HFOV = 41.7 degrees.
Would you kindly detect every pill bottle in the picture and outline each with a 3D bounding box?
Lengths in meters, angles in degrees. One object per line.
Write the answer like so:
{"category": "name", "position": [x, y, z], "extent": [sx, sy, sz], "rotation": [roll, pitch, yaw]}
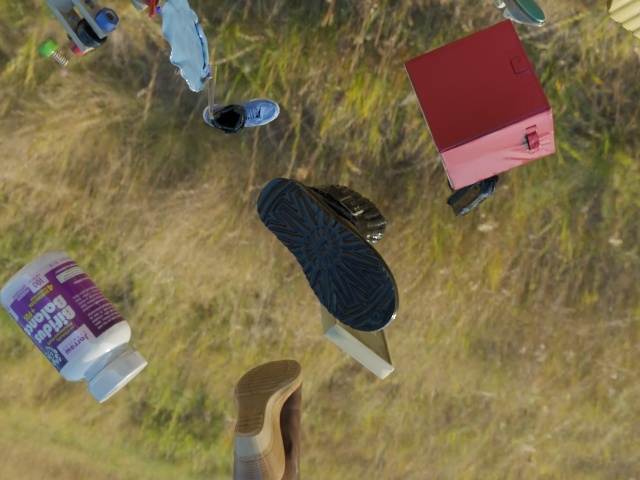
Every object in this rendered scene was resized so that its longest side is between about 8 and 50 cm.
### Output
{"category": "pill bottle", "position": [-0.499, 0.179, 1.719], "extent": [0.301, 0.169, 0.169], "rotation": [48, 153, 3]}

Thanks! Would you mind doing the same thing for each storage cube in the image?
{"category": "storage cube", "position": [0.277, -0.227, 1.449], "extent": [0.193, 0.215, 0.183], "rotation": [-21, 158, 10]}

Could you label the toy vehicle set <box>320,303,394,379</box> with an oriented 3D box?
{"category": "toy vehicle set", "position": [0.070, 0.165, 1.780], "extent": [0.166, 0.267, 0.035], "rotation": [40, 107, -19]}

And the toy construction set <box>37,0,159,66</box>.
{"category": "toy construction set", "position": [-0.446, -0.507, 1.551], "extent": [0.237, 0.257, 0.309], "rotation": [43, 157, -32]}

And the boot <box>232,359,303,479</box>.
{"category": "boot", "position": [-0.061, 0.293, 1.127], "extent": [0.090, 0.248, 0.207], "rotation": [-7, 107, 12]}

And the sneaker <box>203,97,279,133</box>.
{"category": "sneaker", "position": [-0.146, -0.242, 1.636], "extent": [0.152, 0.058, 0.084], "rotation": [-5, -159, -19]}

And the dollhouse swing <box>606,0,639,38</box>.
{"category": "dollhouse swing", "position": [0.695, -0.337, 1.364], "extent": [0.346, 0.315, 0.305], "rotation": [20, 136, -35]}

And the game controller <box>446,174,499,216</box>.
{"category": "game controller", "position": [0.396, -0.170, 2.206], "extent": [0.067, 0.166, 0.319], "rotation": [7, 168, -6]}

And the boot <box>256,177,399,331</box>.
{"category": "boot", "position": [0.058, 0.015, 1.563], "extent": [0.131, 0.348, 0.260], "rotation": [-43, 161, 17]}

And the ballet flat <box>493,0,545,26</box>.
{"category": "ballet flat", "position": [0.413, -0.515, 1.807], "extent": [0.072, 0.213, 0.068], "rotation": [-1, 143, -32]}

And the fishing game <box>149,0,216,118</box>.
{"category": "fishing game", "position": [-0.243, -0.349, 1.457], "extent": [0.041, 0.189, 0.264], "rotation": [-11, 148, 13]}
